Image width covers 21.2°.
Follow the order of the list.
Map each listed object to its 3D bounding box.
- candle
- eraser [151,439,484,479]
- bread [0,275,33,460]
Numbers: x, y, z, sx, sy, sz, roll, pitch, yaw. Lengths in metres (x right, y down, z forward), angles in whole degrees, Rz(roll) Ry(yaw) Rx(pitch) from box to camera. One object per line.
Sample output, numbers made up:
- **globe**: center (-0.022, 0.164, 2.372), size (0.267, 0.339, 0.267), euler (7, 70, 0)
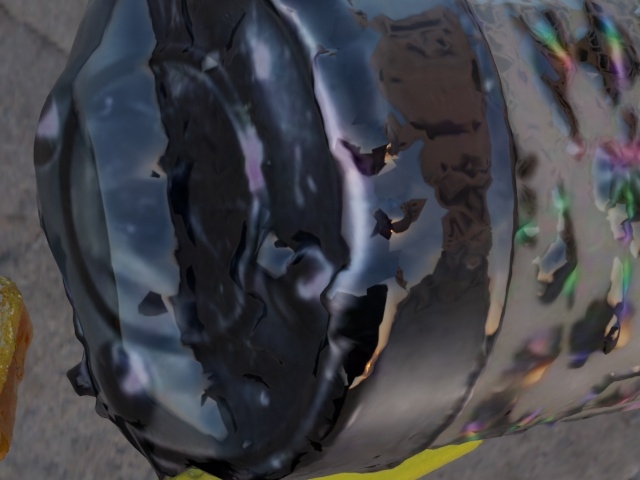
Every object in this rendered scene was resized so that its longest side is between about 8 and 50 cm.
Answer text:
- **candle**: center (0.078, -0.024, 0.594), size (0.330, 0.187, 0.187), euler (-6, 64, -35)
- **eraser**: center (-0.018, 0.151, 1.106), size (0.226, 0.158, 0.069), euler (-20, 84, -42)
- **bread**: center (-0.304, 0.076, 0.964), size (0.270, 0.077, 0.139), euler (1, 45, 6)
